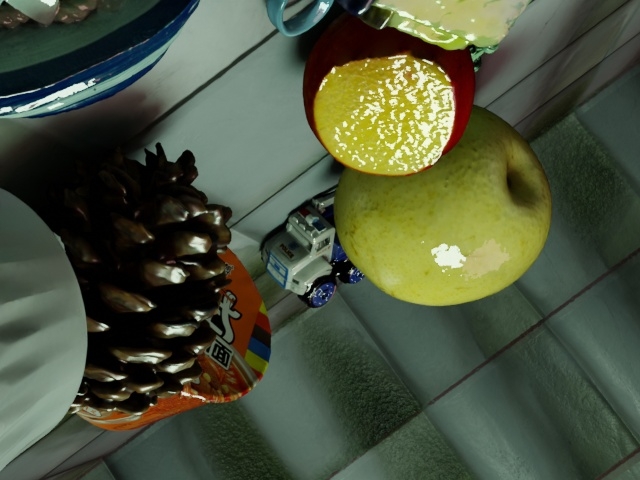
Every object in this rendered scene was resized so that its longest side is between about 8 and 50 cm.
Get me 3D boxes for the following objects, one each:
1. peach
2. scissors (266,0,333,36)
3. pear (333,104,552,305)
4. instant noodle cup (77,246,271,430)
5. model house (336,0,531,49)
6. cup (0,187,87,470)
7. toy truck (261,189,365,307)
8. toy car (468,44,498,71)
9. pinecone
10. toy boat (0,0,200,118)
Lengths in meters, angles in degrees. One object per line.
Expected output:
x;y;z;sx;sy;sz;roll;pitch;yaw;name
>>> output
0.073;-0.157;0.830;0.190;0.190;0.192;-38;-171;9;peach
-0.025;-0.228;0.617;0.125;0.030;0.256;-43;169;16;scissors
0.196;-0.059;1.305;0.348;0.348;0.348;-35;170;-7;pear
-0.216;0.124;1.032;0.192;0.250;0.250;-33;173;31;instant noodle cup
0.052;-0.251;0.522;0.211;0.170;0.194;7;137;-37;model house
-0.319;0.085;0.414;0.253;0.253;0.371;-41;171;23;cup
0.000;0.000;1.489;0.213;0.161;0.177;-30;149;-30;toy truck
0.191;-0.258;1.158;0.143;0.054;0.073;-37;172;-22;toy car
-0.192;0.040;0.734;0.273;0.224;0.224;-63;163;15;pinecone
-0.126;-0.169;0.441;0.210;0.070;0.291;-30;166;-45;toy boat
